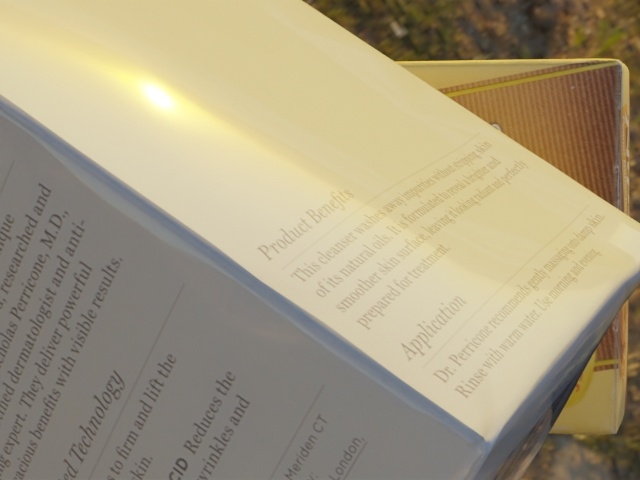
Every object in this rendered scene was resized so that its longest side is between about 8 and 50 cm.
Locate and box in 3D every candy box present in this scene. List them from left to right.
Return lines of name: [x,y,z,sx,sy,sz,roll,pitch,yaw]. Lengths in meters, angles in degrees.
candy box: [0.000,0.000,0.796,0.087,0.316,0.183,-12,102,-75]

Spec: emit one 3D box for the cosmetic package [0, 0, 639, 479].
cosmetic package: [-0.086,-0.020,0.596,0.385,0.156,0.217,35,29,15]
